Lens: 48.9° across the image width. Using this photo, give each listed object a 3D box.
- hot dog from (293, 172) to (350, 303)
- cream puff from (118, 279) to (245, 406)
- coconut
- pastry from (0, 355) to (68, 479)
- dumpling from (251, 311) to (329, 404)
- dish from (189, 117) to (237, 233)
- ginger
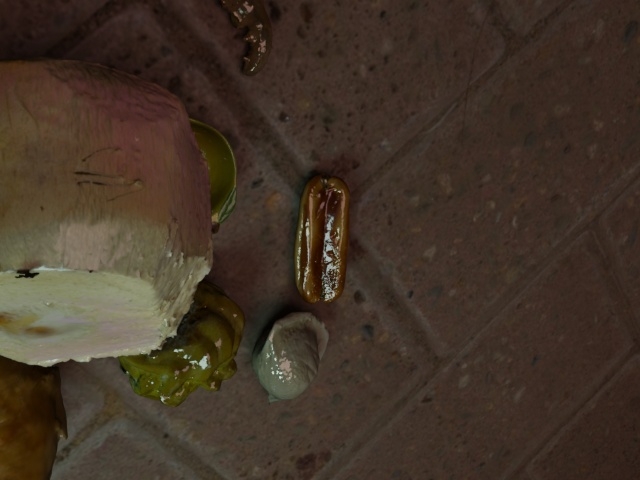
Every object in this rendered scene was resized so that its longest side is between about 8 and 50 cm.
[{"bbox_3d":[0.000,0.000,1.285,0.100,0.068,0.249,0,108,-15],"label":"hot dog"},{"bbox_3d":[-0.221,0.185,1.183,0.221,0.195,0.194,-31,122,-9],"label":"cream puff"},{"bbox_3d":[-0.331,-0.057,0.883,0.405,0.404,0.404,-11,115,-25],"label":"coconut"},{"bbox_3d":[-0.556,0.263,0.946,0.410,0.245,0.409,8,76,-36],"label":"pastry"},{"bbox_3d":[-0.051,0.211,1.316,0.166,0.126,0.215,-37,121,-29],"label":"dumpling"},{"bbox_3d":[-0.211,-0.110,1.118,0.149,0.080,0.207,-24,118,-18],"label":"dish"},{"bbox_3d":[-0.114,-0.343,1.094,0.070,0.051,0.173,-27,119,-13],"label":"ginger"}]
